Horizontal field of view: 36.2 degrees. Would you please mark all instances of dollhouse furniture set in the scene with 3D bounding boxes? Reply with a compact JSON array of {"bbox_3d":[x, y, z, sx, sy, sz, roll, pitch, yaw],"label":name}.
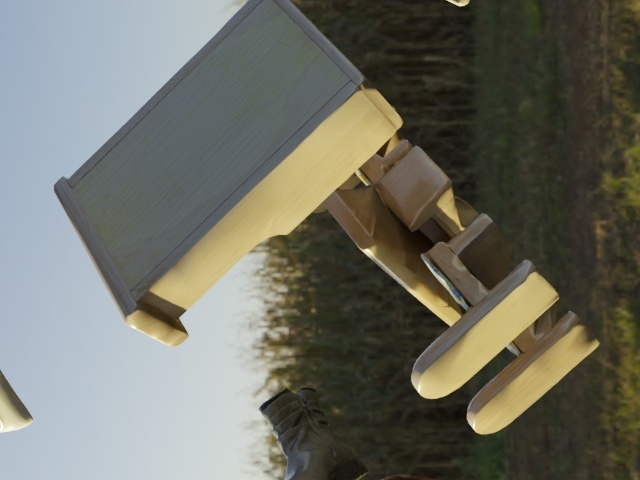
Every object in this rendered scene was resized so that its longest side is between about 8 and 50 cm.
[{"bbox_3d":[0.000,0.000,0.913,0.362,0.256,0.394,52,-172,37],"label":"dollhouse furniture set"}]

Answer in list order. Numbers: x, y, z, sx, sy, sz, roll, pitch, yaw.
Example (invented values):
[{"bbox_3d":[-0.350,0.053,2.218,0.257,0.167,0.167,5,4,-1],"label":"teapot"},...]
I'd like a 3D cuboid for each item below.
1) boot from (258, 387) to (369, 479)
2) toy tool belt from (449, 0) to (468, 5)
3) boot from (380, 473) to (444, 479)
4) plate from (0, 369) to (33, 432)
[{"bbox_3d":[-0.040,0.286,1.335,0.161,0.083,0.246,53,-161,16],"label":"boot"},{"bbox_3d":[0.137,-0.300,1.092,0.051,0.083,0.052,-64,-2,17],"label":"toy tool belt"},{"bbox_3d":[0.151,0.283,0.686,0.109,0.283,0.220,-41,-39,-54],"label":"boot"},{"bbox_3d":[-0.724,0.309,1.857,0.277,0.278,0.045,79,-178,-48],"label":"plate"}]
